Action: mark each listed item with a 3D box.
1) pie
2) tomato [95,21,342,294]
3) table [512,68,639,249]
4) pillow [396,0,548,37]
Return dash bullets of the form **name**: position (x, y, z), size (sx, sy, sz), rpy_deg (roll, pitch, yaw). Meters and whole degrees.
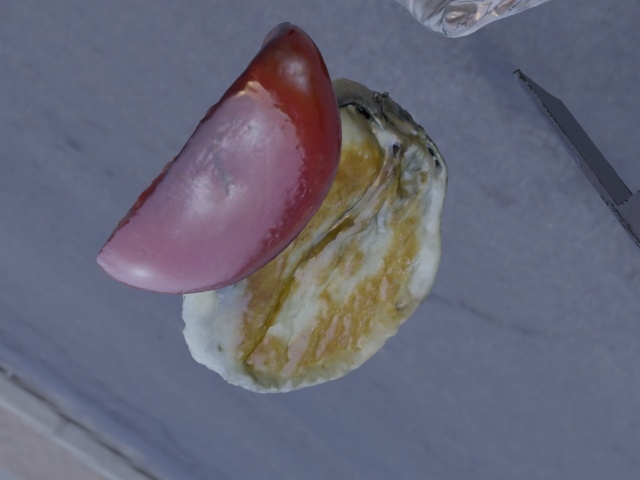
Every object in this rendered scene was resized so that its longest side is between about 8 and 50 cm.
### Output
- **pie**: position (0.000, 0.000, 1.415), size (0.077, 0.339, 0.339), rpy_deg (27, 164, 36)
- **tomato**: position (-0.040, -0.033, 0.806), size (0.082, 0.166, 0.174), rpy_deg (38, -172, -3)
- **table**: position (0.408, -0.135, 1.640), size (0.282, 0.250, 0.196), rpy_deg (56, -162, 20)
- **pillow**: position (0.181, -0.247, 1.245), size (0.173, 0.270, 0.067), rpy_deg (-113, 3, -48)
